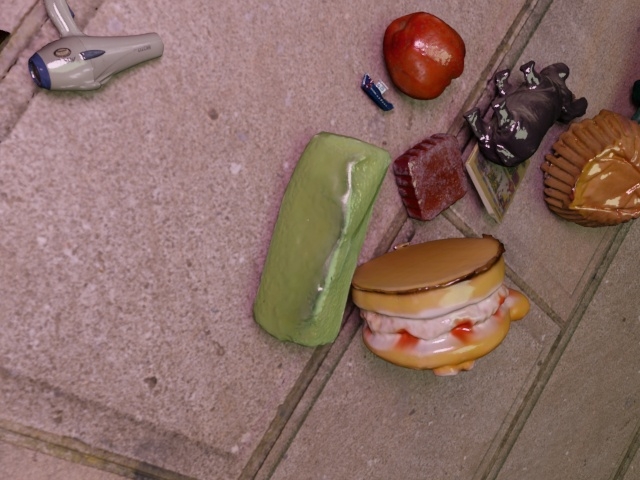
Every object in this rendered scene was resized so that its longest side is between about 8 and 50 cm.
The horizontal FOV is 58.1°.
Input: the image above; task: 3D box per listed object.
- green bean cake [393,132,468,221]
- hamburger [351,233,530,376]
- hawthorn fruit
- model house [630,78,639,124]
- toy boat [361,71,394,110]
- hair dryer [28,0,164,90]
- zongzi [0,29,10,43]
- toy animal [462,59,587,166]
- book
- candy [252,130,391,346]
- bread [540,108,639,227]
[{"bbox_3d":[0.205,-0.119,1.071,0.135,0.056,0.136,-32,118,-22],"label":"green bean cake"},{"bbox_3d":[0.210,0.107,1.000,0.302,0.261,0.186,-26,108,-29],"label":"hamburger"},{"bbox_3d":[0.167,-0.307,0.951,0.138,0.133,0.133,36,82,-26],"label":"hawthorn fruit"},{"bbox_3d":[0.894,-0.364,1.342,0.342,0.334,0.382,26,103,-17],"label":"model house"},{"bbox_3d":[0.099,-0.253,0.976,0.083,0.038,0.038,40,79,-34],"label":"toy boat"},{"bbox_3d":[-0.286,-0.285,0.714,0.167,0.067,0.199,-13,95,-40],"label":"hair dryer"},{"bbox_3d":[-0.395,-0.213,0.646,0.083,0.067,0.073,8,91,-53],"label":"zongzi"},{"bbox_3d":[0.420,-0.268,1.131,0.343,0.106,0.168,-33,105,-35],"label":"toy animal"},{"bbox_3d":[0.362,-0.156,1.165,0.168,0.013,0.192,53,57,-31],"label":"book"},{"bbox_3d":[0.000,0.000,0.921,0.132,0.142,0.344,12,99,-51],"label":"candy"},{"bbox_3d":[0.628,-0.139,1.261,0.274,0.149,0.274,-4,122,-6],"label":"bread"}]
